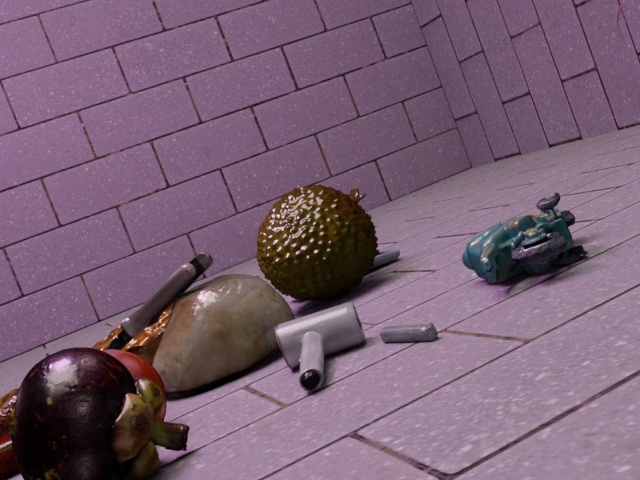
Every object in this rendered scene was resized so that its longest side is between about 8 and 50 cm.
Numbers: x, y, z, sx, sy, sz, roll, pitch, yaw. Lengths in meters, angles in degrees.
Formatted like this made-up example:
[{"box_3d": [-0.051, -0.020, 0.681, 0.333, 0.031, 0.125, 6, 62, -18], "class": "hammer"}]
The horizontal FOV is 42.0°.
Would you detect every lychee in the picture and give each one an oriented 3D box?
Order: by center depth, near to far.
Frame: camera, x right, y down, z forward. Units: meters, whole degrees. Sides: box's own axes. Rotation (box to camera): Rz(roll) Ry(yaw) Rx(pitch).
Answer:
[{"box_3d": [-0.006, 0.003, 1.846, 0.270, 0.269, 0.320, -20, -1, 15], "class": "lychee"}]

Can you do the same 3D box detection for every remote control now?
[{"box_3d": [0.051, 0.077, 2.030, 0.293, 0.051, 0.103, -19, 4, -18], "class": "remote control"}]

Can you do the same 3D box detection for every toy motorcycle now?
[{"box_3d": [0.320, 0.003, 1.360, 0.198, 0.109, 0.296, -22, 3, 17], "class": "toy motorcycle"}]

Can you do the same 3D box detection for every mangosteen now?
[{"box_3d": [-0.270, 0.227, 1.034, 0.217, 0.192, 0.192, 2, -1, -14], "class": "mangosteen"}]

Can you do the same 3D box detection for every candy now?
[{"box_3d": [-0.493, 0.340, 1.347, 0.292, 0.059, 0.086, -24, 7, -25], "class": "candy"}]

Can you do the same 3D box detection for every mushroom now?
[{"box_3d": [-0.184, 0.155, 1.471, 0.267, 0.164, 0.189, -21, 4, 1], "class": "mushroom"}]

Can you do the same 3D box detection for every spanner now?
[{"box_3d": [-0.317, 0.131, 1.551, 0.325, 0.040, 0.096, -42, -3, 28], "class": "spanner"}]

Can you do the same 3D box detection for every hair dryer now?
[{"box_3d": [-0.003, 0.160, 1.223, 0.131, 0.073, 0.236, -19, 7, 6], "class": "hair dryer"}]

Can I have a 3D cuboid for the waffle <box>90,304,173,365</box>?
[{"box_3d": [-0.358, 0.216, 1.751, 0.308, 0.091, 0.213, -16, 20, 47], "class": "waffle"}]

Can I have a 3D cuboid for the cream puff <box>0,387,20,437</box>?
[{"box_3d": [-0.570, 0.338, 1.511, 0.149, 0.084, 0.149, -37, 12, 9], "class": "cream puff"}]

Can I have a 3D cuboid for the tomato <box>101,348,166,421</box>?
[{"box_3d": [-0.318, 0.237, 1.229, 0.187, 0.151, 0.187, -20, -1, 0], "class": "tomato"}]

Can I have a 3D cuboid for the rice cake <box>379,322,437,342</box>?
[{"box_3d": [0.126, 0.134, 1.202, 0.021, 0.022, 0.121, -33, 10, -30], "class": "rice cake"}]
